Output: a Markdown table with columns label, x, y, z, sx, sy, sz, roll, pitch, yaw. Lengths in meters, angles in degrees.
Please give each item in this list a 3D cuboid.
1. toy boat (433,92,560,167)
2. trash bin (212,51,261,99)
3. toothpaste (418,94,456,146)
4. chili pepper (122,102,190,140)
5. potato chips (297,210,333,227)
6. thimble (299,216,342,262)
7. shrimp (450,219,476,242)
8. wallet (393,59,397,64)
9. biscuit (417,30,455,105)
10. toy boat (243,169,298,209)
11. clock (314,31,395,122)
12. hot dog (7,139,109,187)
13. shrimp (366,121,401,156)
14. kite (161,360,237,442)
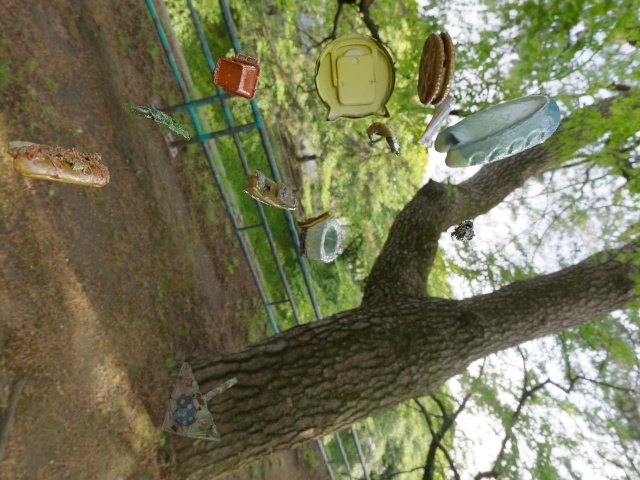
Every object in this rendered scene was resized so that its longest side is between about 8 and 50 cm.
| label | x | y | z | sx | sy | sz | roll | pitch | yaw |
| --- | --- | --- | --- | --- | --- | --- | --- | --- | --- |
| toy boat | 0.497 | -0.287 | 1.157 | 0.123 | 0.329 | 0.215 | 61 | 12 | -28 |
| trash bin | -0.367 | -0.735 | 1.815 | 0.239 | 0.161 | 0.185 | -73 | -179 | -73 |
| toothpaste | 0.517 | -0.530 | 1.829 | 0.057 | 0.234 | 0.089 | 39 | 19 | 33 |
| chili pepper | -0.675 | -0.507 | 1.739 | 0.085 | 0.076 | 0.359 | 46 | 8 | 15 |
| potato chips | -0.025 | -0.076 | 1.565 | 0.026 | 0.204 | 0.037 | 26 | 64 | -32 |
| thimble | 0.000 | 0.000 | 2.064 | 0.237 | 0.150 | 0.237 | -19 | 113 | -55 |
| shrimp | 0.579 | -0.027 | 1.668 | 0.233 | 0.090 | 0.079 | -27 | 136 | -57 |
| wallet | 0.327 | -0.839 | 2.072 | 0.020 | 0.103 | 0.196 | 49 | 4 | -5 |
| biscuit | 0.358 | -0.538 | 1.298 | 0.220 | 0.066 | 0.221 | 180 | -90 | -85 |
| toy boat | -0.179 | -0.188 | 1.657 | 0.321 | 0.121 | 0.089 | 28 | 69 | -60 |
| clock | 0.116 | -0.552 | 1.420 | 0.071 | 0.277 | 0.294 | -104 | -164 | -82 |
| hot dog | -0.966 | -0.293 | 1.548 | 0.158 | 0.117 | 0.348 | 50 | 22 | 25 |
| shrimp | 0.291 | -0.462 | 1.891 | 0.217 | 0.150 | 0.051 | 48 | 60 | -44 |
| kite | -0.436 | 0.573 | 1.462 | 0.335 | 0.314 | 0.011 | 53 | -4 | 30 |
